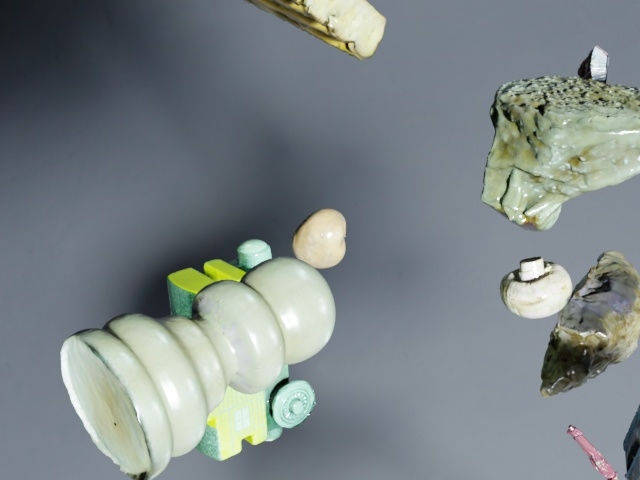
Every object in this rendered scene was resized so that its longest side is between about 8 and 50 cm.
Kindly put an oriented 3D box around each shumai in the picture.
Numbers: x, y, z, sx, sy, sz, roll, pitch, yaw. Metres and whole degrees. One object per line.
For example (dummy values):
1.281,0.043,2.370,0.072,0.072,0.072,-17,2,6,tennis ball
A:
0.372,-0.114,1.510,0.261,0.222,0.225,7,24,27,shumai

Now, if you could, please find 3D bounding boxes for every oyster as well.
0.488,0.142,1.868,0.341,0.110,0.166,-35,69,-31,oyster

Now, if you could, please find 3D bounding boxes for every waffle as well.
-0.071,-0.274,1.032,0.221,0.248,0.055,31,95,28,waffle

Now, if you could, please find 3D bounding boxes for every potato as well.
0.000,-0.001,2.051,0.112,0.147,0.112,8,61,-15,potato

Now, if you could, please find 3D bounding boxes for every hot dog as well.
0.558,-0.336,2.150,0.059,0.191,0.108,3,87,10,hot dog

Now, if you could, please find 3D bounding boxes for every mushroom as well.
0.247,0.052,1.213,0.083,0.067,0.083,-14,13,3,mushroom

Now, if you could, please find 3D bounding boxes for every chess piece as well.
-0.120,0.127,1.246,0.330,0.182,0.182,-27,51,-34,chess piece

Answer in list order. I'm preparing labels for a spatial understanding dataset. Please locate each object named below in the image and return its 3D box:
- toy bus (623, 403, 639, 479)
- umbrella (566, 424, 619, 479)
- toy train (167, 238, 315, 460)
0.554,0.310,1.374,0.297,0.106,0.131,13,38,6,toy bus
0.466,0.369,1.782,0.025,0.165,0.027,-40,20,5,umbrella
-0.168,0.223,2.065,0.272,0.442,0.179,-19,27,-33,toy train
